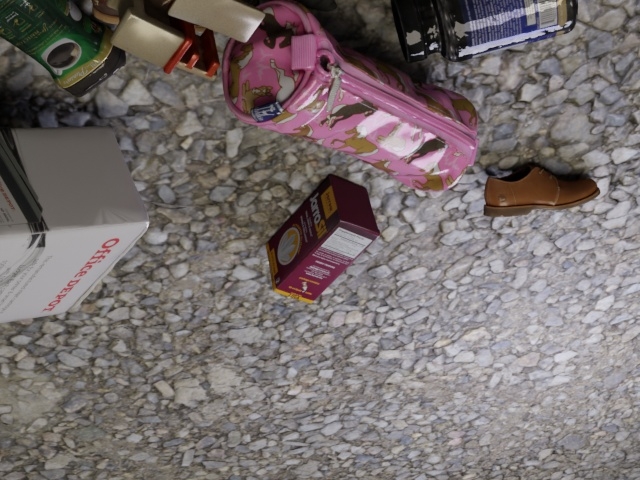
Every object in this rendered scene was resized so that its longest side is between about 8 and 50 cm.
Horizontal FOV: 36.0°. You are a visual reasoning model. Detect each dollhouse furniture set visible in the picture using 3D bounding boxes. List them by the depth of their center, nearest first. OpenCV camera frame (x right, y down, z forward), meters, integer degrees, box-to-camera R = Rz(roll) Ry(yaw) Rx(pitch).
[{"bbox_3d":[-0.115,-0.306,1.063,0.135,0.262,0.259,16,133,-33],"label":"dollhouse furniture set"}]

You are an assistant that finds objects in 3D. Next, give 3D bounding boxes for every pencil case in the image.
[{"bbox_3d":[0.052,-0.177,1.290,0.160,0.167,0.386,-43,144,25],"label":"pencil case"}]

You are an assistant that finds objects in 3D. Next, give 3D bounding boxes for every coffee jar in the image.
[{"bbox_3d":[-0.328,-0.258,1.203,0.096,0.079,0.184,-31,136,17],"label":"coffee jar"}]

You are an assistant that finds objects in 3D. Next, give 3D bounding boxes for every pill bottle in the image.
[{"bbox_3d":[0.206,-0.299,1.259,0.219,0.122,0.123,-14,140,2],"label":"pill bottle"}]

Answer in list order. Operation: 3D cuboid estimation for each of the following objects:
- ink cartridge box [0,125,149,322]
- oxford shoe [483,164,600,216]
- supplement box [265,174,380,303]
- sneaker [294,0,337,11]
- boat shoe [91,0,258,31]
[{"bbox_3d":[-0.467,-0.004,1.263,0.395,0.166,0.285,-7,157,-44],"label":"ink cartridge box"},{"bbox_3d":[0.363,-0.087,1.596,0.212,0.076,0.076,-8,101,-21],"label":"oxford shoe"},{"bbox_3d":[0.000,0.000,1.569,0.081,0.104,0.188,19,130,-32],"label":"supplement box"},{"bbox_3d":[0.053,-0.380,1.160,0.286,0.109,0.130,-34,146,33],"label":"sneaker"},{"bbox_3d":[-0.175,-0.301,1.197,0.207,0.073,0.073,-2,142,-12],"label":"boat shoe"}]
